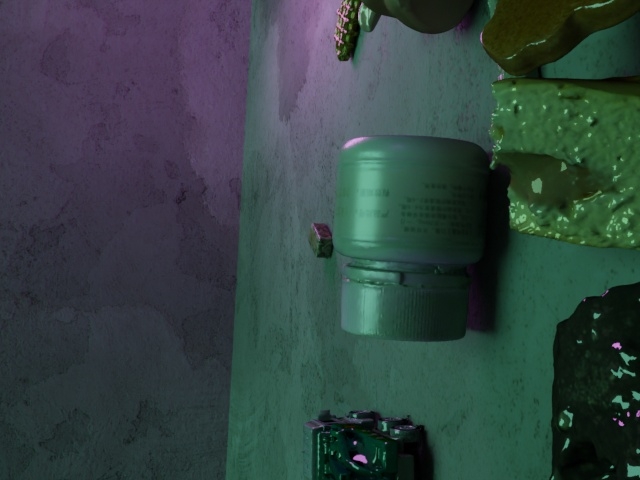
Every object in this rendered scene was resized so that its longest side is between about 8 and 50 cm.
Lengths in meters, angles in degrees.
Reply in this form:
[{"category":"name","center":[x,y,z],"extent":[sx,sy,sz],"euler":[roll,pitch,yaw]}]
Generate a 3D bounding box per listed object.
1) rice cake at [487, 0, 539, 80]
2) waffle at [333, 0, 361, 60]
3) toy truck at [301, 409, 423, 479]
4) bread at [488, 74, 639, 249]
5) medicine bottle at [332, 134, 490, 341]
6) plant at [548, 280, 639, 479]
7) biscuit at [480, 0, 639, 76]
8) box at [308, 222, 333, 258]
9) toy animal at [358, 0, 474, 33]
[{"category":"rice cake","center":[0.284,-0.259,1.054],"extent":[0.057,0.052,0.256],"euler":[-18,66,40]},{"category":"waffle","center":[0.074,-0.554,1.797],"extent":[0.192,0.046,0.160],"euler":[125,146,-60]},{"category":"toy truck","center":[0.075,0.421,1.403],"extent":[0.363,0.178,0.176],"euler":[162,110,-75]},{"category":"bread","center":[0.324,-0.100,0.851],"extent":[0.211,0.224,0.183],"euler":[-25,-61,-61]},{"category":"medicine bottle","center":[0.138,-0.003,1.149],"extent":[0.241,0.241,0.301],"euler":[-174,87,-73]},{"category":"plant","center":[0.316,0.184,0.649],"extent":[0.188,0.199,0.276],"euler":[107,163,-55]},{"category":"biscuit","center":[0.309,-0.309,0.761],"extent":[0.334,0.047,0.202],"euler":[-46,34,16]},{"category":"box","center":[0.000,0.000,1.937],"extent":[0.098,0.045,0.062],"euler":[-113,30,-57]},{"category":"toy animal","center":[0.149,-0.458,1.247],"extent":[0.195,0.213,0.256],"euler":[-40,42,3]}]
